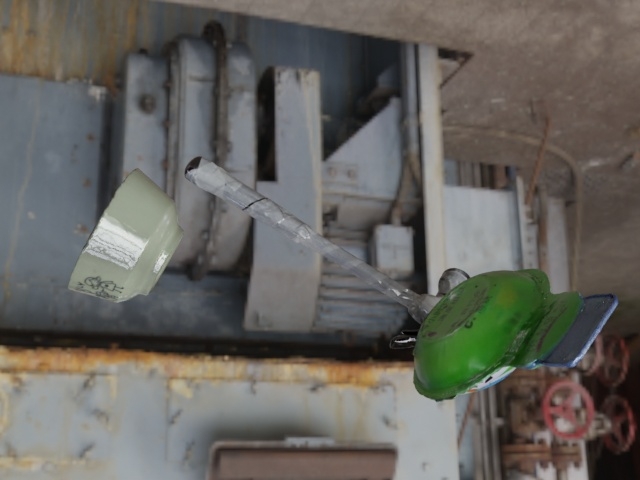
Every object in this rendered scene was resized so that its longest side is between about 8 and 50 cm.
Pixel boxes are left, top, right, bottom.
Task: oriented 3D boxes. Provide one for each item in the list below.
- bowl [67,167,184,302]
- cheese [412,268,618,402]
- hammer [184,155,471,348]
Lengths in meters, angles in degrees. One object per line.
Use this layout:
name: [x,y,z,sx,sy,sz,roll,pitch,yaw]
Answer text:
bowl: [-0.280,0.008,1.389,0.112,0.211,0.211,31,159,-5]
cheese: [0.202,0.103,1.033,0.083,0.204,0.320,46,159,-15]
hammer: [0.000,-0.001,1.265,0.426,0.152,0.044,33,139,10]
